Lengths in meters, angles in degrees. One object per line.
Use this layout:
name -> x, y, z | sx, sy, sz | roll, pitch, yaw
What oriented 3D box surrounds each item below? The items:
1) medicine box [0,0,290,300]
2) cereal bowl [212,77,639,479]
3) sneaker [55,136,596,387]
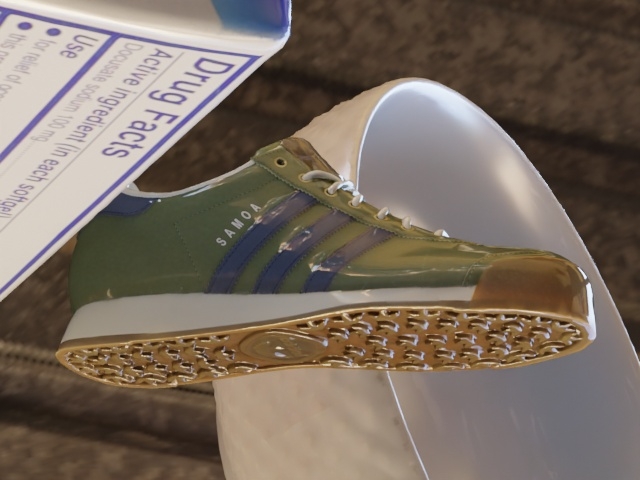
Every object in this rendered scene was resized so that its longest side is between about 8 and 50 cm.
medicine box -> -0.196, -0.089, 0.592 | 0.289, 0.263, 0.149 | 9, -116, -29
cereal bowl -> 0.051, 0.098, 0.978 | 0.141, 0.339, 0.339 | -25, -90, 24
sneaker -> 0.000, 0.000, 0.707 | 0.192, 0.064, 0.086 | -4, -115, 13
